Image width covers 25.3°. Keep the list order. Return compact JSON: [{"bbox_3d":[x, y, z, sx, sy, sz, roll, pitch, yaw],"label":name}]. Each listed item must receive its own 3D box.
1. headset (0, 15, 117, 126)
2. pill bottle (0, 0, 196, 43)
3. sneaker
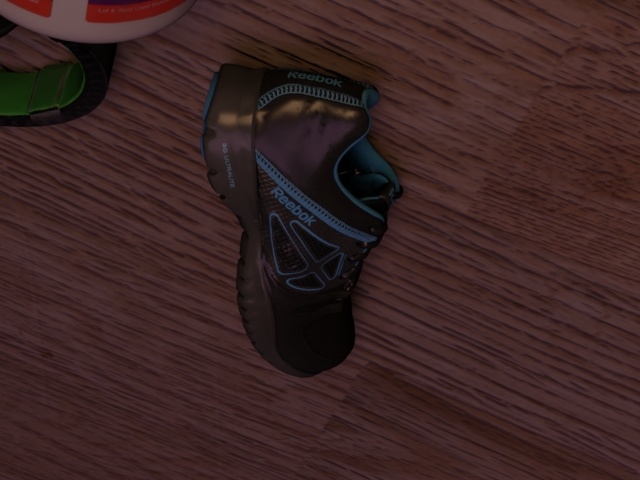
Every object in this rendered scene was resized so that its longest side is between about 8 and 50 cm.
[{"bbox_3d":[-0.324,-0.217,1.082,0.243,0.185,0.394,-7,155,35],"label":"headset"},{"bbox_3d":[-0.132,-0.290,0.890,0.182,0.181,0.323,21,139,-1],"label":"pill bottle"},{"bbox_3d":[0.000,0.000,1.202,0.140,0.125,0.340,1,138,14],"label":"sneaker"}]
